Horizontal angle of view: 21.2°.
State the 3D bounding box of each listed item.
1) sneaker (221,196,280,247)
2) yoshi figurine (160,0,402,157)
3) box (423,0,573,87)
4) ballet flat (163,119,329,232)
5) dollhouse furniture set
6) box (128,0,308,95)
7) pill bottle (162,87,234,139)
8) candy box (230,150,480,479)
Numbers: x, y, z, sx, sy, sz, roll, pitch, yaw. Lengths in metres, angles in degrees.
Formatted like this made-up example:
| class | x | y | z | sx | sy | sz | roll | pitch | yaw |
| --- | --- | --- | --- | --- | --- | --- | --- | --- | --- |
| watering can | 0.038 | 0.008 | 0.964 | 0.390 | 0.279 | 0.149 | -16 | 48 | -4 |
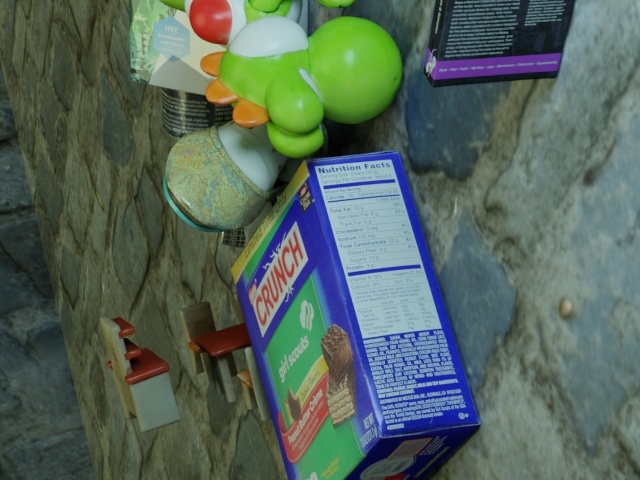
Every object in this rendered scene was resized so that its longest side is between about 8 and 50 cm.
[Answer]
| class | x | y | z | sx | sy | sz | roll | pitch | yaw |
| --- | --- | --- | --- | --- | --- | --- | --- | --- | --- |
| sneaker | -0.112 | -0.071 | 2.226 | 0.235 | 0.095 | 0.090 | -120 | 28 | -52 |
| yoshi figurine | -0.024 | -0.232 | 1.815 | 0.203 | 0.203 | 0.362 | -35 | 49 | 17 |
| box | 0.151 | -0.202 | 1.387 | 0.029 | 0.116 | 0.162 | -117 | 28 | -47 |
| ballet flat | -0.070 | -0.094 | 1.871 | 0.348 | 0.123 | 0.123 | -30 | -63 | -72 |
| dollhouse furniture set | -0.123 | 0.126 | 2.077 | 0.262 | 0.259 | 0.135 | -158 | 54 | -67 |
| box | -0.124 | -0.330 | 2.033 | 0.232 | 0.058 | 0.322 | 12 | 113 | 28 |
| pill bottle | -0.140 | -0.257 | 2.185 | 0.130 | 0.130 | 0.245 | -136 | 43 | -61 |
| candy box | 0.028 | 0.105 | 1.823 | 0.268 | 0.122 | 0.317 | 125 | 136 | -56 |
